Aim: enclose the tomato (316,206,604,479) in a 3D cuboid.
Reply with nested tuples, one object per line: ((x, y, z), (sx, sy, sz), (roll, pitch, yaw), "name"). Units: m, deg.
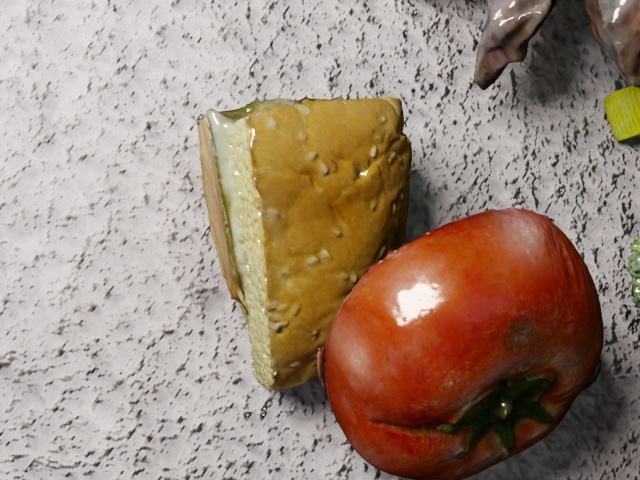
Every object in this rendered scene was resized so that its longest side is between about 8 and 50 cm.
((0.112, 0.090, 0.573), (0.225, 0.085, 0.225), (-15, 127, -21), "tomato")

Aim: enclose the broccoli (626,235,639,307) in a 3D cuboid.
((0.407, 0.012, 0.641), (0.288, 0.235, 0.260), (23, 79, -25), "broccoli")

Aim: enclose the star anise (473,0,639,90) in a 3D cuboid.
((0.197, -0.267, 0.625), (0.331, 0.117, 0.332), (-3, 84, 24), "star anise")

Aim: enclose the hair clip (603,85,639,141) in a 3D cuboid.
((0.297, -0.126, 0.659), (0.046, 0.173, 0.072), (-21, 91, -17), "hair clip")

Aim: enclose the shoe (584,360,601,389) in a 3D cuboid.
((0.183, 0.058, 0.669), (0.062, 0.053, 0.159), (-42, 97, -13), "shoe")

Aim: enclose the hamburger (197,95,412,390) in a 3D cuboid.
((0.000, 0.000, 0.583), (0.155, 0.135, 0.208), (-5, 87, -15), "hamburger")
